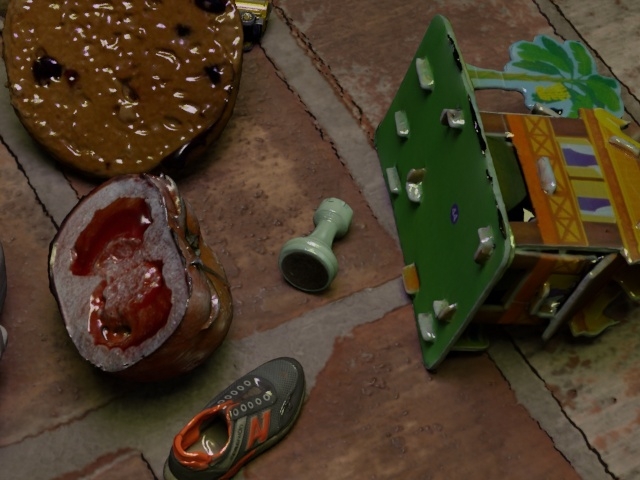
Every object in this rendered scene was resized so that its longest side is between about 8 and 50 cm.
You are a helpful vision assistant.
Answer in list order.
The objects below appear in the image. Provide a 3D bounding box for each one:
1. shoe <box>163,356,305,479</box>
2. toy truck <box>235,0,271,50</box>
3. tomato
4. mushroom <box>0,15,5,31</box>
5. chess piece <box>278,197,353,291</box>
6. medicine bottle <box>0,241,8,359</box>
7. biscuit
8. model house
[{"bbox_3d":[-0.082,0.180,1.703,0.074,0.077,0.194,36,60,20],"label":"shoe"},{"bbox_3d":[-0.123,-0.271,2.039,0.123,0.052,0.062,7,50,-1],"label":"toy truck"},{"bbox_3d":[-0.167,0.049,1.739,0.181,0.155,0.214,-29,59,19],"label":"tomato"},{"bbox_3d":[-0.323,-0.258,2.027,0.306,0.043,0.068,18,75,7],"label":"mushroom"},{"bbox_3d":[0.000,0.000,1.851,0.067,0.067,0.103,19,46,9],"label":"chess piece"},{"bbox_3d":[-0.463,0.110,1.659,0.282,0.123,0.375,7,40,1],"label":"medicine bottle"},{"bbox_3d":[-0.221,-0.211,1.892,0.296,0.075,0.295,0,95,2],"label":"biscuit"},{"bbox_3d":[0.248,-0.054,1.849,0.313,0.242,0.357,4,51,-22],"label":"model house"}]
